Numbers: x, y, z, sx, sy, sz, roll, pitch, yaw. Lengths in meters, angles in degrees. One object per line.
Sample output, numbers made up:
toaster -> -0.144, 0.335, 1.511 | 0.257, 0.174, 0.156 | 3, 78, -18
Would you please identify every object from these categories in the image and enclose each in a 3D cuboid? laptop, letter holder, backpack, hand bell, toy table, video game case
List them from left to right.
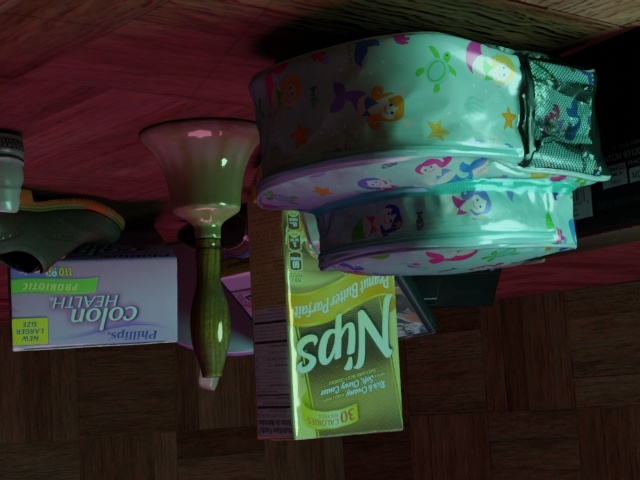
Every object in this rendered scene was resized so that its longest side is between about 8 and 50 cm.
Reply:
hand bell -> -0.109, 0.012, 1.211 | 0.126, 0.242, 0.126 | -4, 172, -1
toy table -> -0.166, 0.112, 2.063 | 0.274, 0.252, 0.161 | 26, 166, 13
video game case -> 0.015, 0.086, 1.836 | 0.248, 0.035, 0.275 | -13, 143, 16
backpack -> 0.073, -0.068, 0.955 | 0.225, 0.191, 0.253 | -9, 165, 44
laptop -> 0.199, 0.022, 1.828 | 0.234, 0.264, 0.136 | 0, -149, -18
letter holder -> 0.273, -0.071, 1.121 | 0.214, 0.152, 0.302 | -1, 172, -30

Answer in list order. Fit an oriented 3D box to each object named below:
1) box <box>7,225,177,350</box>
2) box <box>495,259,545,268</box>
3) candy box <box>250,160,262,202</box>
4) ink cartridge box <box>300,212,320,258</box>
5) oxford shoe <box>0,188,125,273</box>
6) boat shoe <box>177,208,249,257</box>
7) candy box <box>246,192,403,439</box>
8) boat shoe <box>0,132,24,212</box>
box -> -0.317, 0.058, 1.692 | 0.213, 0.117, 0.243 | -2, -168, -14
box -> 0.223, -0.032, 1.542 | 0.094, 0.113, 0.275 | -6, 174, 13
candy box -> -0.017, -0.078, 1.337 | 0.105, 0.027, 0.206 | -15, 174, -10
ink cartridge box -> 0.074, -0.048, 1.311 | 0.190, 0.082, 0.139 | -15, 173, 1
oxford shoe -> -0.344, -0.004, 1.526 | 0.097, 0.098, 0.271 | -9, 171, 33
boat shoe -> -0.144, -0.006, 1.734 | 0.066, 0.066, 0.183 | 2, 171, -30
candy box -> 0.006, 0.093, 1.600 | 0.183, 0.317, 0.087 | 2, 171, -38
boat shoe -> -0.397, -0.044, 1.235 | 0.267, 0.088, 0.096 | -8, 172, 28
